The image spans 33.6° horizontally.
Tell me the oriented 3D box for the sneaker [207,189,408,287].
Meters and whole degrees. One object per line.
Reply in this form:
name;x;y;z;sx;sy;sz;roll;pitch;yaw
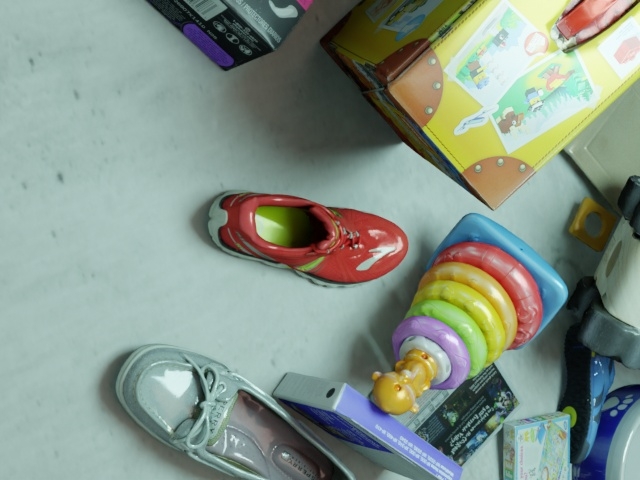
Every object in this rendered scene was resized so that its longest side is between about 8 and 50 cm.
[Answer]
sneaker;0.000;0.000;1.314;0.279;0.118;0.107;8;84;-29

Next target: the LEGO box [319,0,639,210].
LEGO box;0.269;-0.313;1.238;0.500;0.372;0.193;-43;110;4

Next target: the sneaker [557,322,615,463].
sneaker;0.400;0.225;1.559;0.082;0.069;0.209;12;81;-32

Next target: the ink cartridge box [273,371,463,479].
ink cartridge box;0.070;0.236;1.289;0.206;0.208;0.045;38;75;-23

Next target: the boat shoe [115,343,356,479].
boat shoe;-0.093;0.224;1.257;0.320;0.103;0.118;39;70;-23

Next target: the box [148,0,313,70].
box;-0.070;-0.364;1.280;0.165;0.143;0.270;41;68;-22

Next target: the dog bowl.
dog bowl;0.510;0.349;1.594;0.265;0.104;0.265;1;87;-29

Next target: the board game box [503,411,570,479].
board game box;0.309;0.328;1.512;0.103;0.026;0.154;-5;98;-30

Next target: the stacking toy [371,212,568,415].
stacking toy;0.156;0.122;1.316;0.175;0.166;0.302;40;48;9

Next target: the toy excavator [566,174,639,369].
toy excavator;0.603;0.089;1.520;0.445;0.433;0.222;24;105;4

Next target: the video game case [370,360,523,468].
video game case;0.177;0.219;1.460;0.190;0.022;0.173;-41;106;-26

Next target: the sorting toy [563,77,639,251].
sorting toy;0.467;-0.140;1.627;0.196;0.047;0.347;45;72;-15
